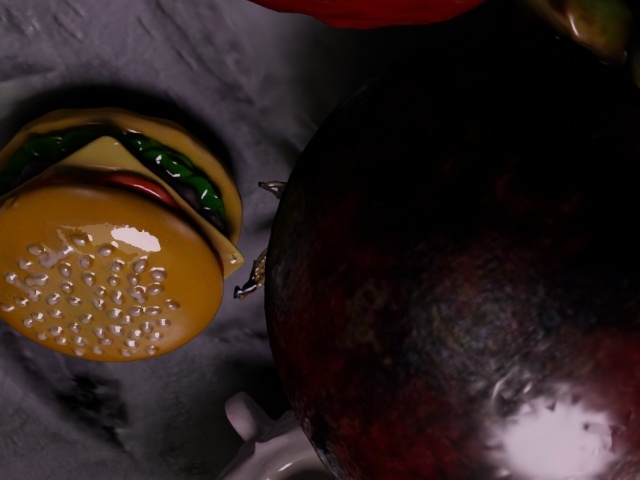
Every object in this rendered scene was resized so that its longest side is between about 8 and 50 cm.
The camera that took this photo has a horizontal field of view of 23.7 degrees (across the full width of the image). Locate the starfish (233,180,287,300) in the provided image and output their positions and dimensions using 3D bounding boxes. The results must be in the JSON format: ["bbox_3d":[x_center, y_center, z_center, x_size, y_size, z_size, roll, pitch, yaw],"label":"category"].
[{"bbox_3d":[-0.001,-0.005,0.930,0.130,0.041,0.133,-26,129,20],"label":"starfish"}]

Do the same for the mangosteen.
[{"bbox_3d":[0.122,0.022,0.775,0.311,0.311,0.311,4,140,3],"label":"mangosteen"}]

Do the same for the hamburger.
[{"bbox_3d":[-0.123,-0.002,0.894,0.162,0.115,0.162,3,138,2],"label":"hamburger"}]

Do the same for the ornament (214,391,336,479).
[{"bbox_3d":[0.067,0.264,1.022,0.337,0.337,0.337,4,140,3],"label":"ornament"}]

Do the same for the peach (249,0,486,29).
[{"bbox_3d":[0.001,-0.210,0.538,0.257,0.201,0.362,-10,149,21],"label":"peach"}]
